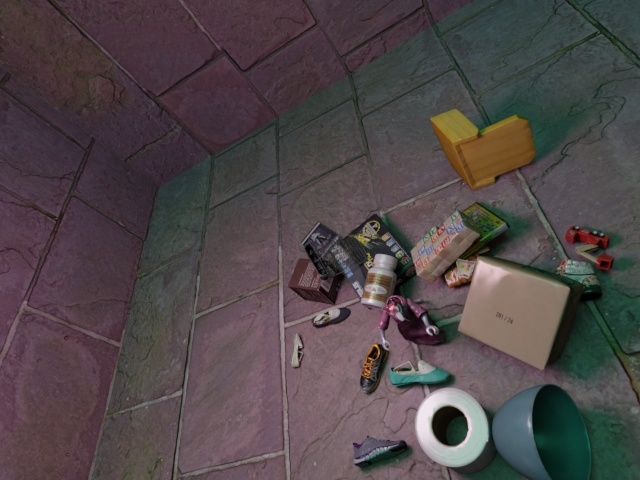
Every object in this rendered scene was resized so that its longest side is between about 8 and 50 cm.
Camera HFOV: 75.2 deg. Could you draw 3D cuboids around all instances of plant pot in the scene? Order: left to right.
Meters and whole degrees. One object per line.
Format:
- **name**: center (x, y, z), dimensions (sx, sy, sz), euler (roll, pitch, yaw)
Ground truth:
- **plant pot**: center (0.651, 0.602, 1.279), dimensions (0.195, 0.290, 0.291), euler (-33, 39, 50)

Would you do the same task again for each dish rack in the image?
- **dish rack**: center (0.080, 0.067, 2.001), dimensions (0.271, 0.074, 0.208), euler (-22, 53, -12)

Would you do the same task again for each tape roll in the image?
- **tape roll**: center (0.467, 0.651, 1.425), dimensions (0.245, 0.169, 0.246), euler (-20, 49, 25)

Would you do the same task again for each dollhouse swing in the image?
- **dollhouse swing**: center (0.745, -0.463, 1.905), dimensions (0.304, 0.347, 0.315), euler (-33, 45, 13)

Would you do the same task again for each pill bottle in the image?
- **pill bottle**: center (0.264, 0.183, 1.822), dimensions (0.131, 0.131, 0.230), euler (4, 72, 38)

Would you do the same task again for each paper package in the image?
- **paper package**: center (0.695, 0.240, 1.470), dimensions (0.324, 0.168, 0.310), euler (23, 108, 44)

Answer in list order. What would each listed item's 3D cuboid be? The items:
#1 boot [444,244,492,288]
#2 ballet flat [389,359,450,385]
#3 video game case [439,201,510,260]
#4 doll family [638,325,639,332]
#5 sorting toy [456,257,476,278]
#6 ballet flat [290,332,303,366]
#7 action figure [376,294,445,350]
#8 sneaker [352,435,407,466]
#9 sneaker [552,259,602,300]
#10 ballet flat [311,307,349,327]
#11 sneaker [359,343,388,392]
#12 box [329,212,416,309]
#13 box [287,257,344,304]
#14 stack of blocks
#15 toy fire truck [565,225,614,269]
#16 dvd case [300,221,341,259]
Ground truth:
- **boot**: center (0.629, 0.141, 1.718), dimensions (0.220, 0.109, 0.284), euler (-29, 44, 15)
- **ballet flat**: center (0.379, 0.518, 1.635), dimensions (0.247, 0.083, 0.087), euler (-17, 91, 29)
- **video game case**: center (0.652, -0.045, 1.828), dimensions (0.248, 0.035, 0.275), euler (-37, 23, 9)
- **doll family**: center (1.101, 0.248, 1.328), dimensions (0.111, 0.076, 0.193), euler (15, 74, 37)
- **sorting toy**: center (0.589, 0.117, 1.682), dimensions (0.083, 0.044, 0.075), euler (11, 72, 50)
- **ballet flat**: center (-0.110, 0.535, 2.028), dimensions (0.052, 0.057, 0.169), euler (5, 62, 7)
- **action figure**: center (0.352, 0.286, 1.630), dimensions (0.247, 0.370, 0.276), euler (-17, 52, 27)
- **sneaker**: center (0.217, 0.778, 1.581), dimensions (0.223, 0.083, 0.098), euler (-29, 41, 17)
- **sneaker**: center (0.876, 0.155, 1.546), dimensions (0.269, 0.090, 0.145), euler (-11, 52, 26)
- **ballet flat**: center (0.042, 0.370, 2.014), dimensions (0.203, 0.074, 0.074), euler (-24, 48, 20)
- **sneaker**: center (0.213, 0.534, 1.759), dimensions (0.084, 0.083, 0.215), euler (7, 65, 38)
- **box**: center (0.257, 0.092, 2.040), dimensions (0.318, 0.097, 0.395), euler (-40, 46, 9)
- **box**: center (-0.021, 0.206, 2.109), dimensions (0.203, 0.167, 0.169), euler (3, 61, 38)
- **stack of blocks**: center (0.521, 0.015, 1.762), dimensions (0.297, 0.087, 0.171), euler (-53, 20, 30)
- **toy fire truck**: center (1.002, 0.023, 1.550), dimensions (0.135, 0.047, 0.192), euler (-40, 41, -22)
- **dvd case**: center (0.000, 0.000, 2.352), dimensions (0.165, 0.018, 0.221), euler (-51, 45, -4)
